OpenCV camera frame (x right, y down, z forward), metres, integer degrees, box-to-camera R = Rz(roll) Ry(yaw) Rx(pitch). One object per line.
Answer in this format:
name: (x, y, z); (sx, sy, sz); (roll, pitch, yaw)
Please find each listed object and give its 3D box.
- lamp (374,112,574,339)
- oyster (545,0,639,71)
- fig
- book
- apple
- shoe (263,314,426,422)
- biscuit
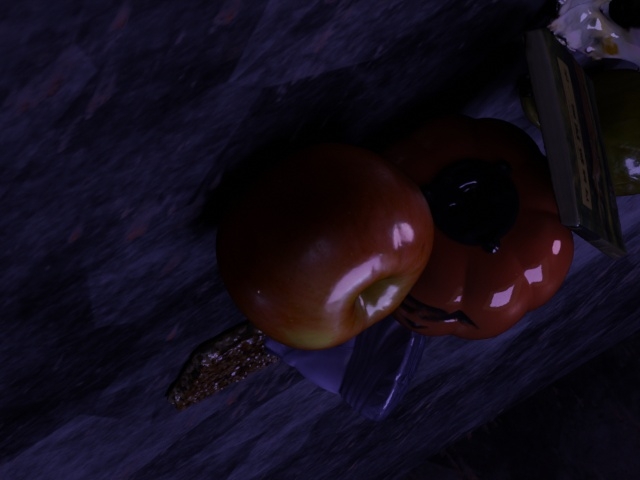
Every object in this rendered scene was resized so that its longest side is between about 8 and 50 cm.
lamp: (0.117, -0.008, 1.548); (0.188, 0.187, 0.164); (-33, 167, -9)
oyster: (0.251, -0.192, 1.493); (0.133, 0.072, 0.209); (-8, 163, 24)
fig: (0.243, -0.105, 1.712); (0.236, 0.124, 0.124); (6, 139, -49)
book: (0.209, -0.074, 1.521); (0.024, 0.160, 0.228); (-13, 170, 16)
apple: (0.000, 0.000, 1.413); (0.163, 0.139, 0.163); (-32, 152, -19)
shoe: (0.046, 0.029, 1.686); (0.095, 0.138, 0.245); (6, 106, -79)
biscuit: (-0.043, 0.094, 1.850); (0.231, 0.025, 0.131); (-27, 164, -31)
